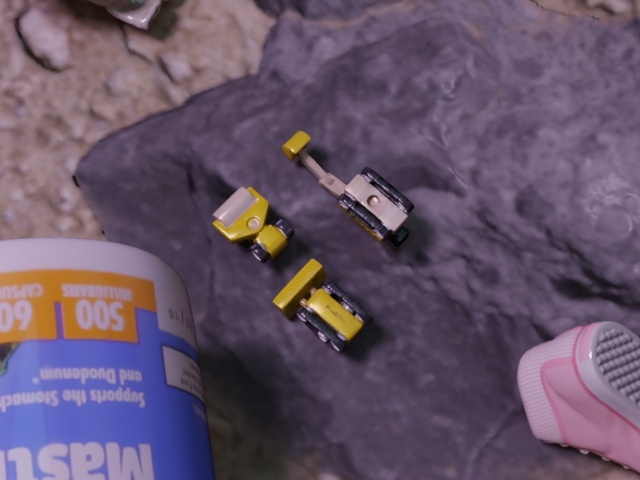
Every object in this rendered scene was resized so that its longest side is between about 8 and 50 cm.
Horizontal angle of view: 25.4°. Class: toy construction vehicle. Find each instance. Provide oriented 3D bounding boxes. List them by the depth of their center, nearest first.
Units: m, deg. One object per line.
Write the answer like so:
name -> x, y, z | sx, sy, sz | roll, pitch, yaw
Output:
toy construction vehicle -> 0.000, 0.000, 0.733 | 0.098, 0.035, 0.086 | 38, 77, 11

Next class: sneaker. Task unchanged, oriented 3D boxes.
sneaker -> 0.153, 0.091, 0.711 | 0.134, 0.070, 0.051 | 42, 54, -22

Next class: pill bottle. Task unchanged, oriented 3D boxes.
pill bottle -> -0.112, 0.149, 0.582 | 0.152, 0.152, 0.272 | -6, 67, -11

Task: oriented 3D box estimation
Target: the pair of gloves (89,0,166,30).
pair of gloves -> -0.137, -0.244, 0.770 | 0.204, 0.042, 0.240 | 29, 62, -20
